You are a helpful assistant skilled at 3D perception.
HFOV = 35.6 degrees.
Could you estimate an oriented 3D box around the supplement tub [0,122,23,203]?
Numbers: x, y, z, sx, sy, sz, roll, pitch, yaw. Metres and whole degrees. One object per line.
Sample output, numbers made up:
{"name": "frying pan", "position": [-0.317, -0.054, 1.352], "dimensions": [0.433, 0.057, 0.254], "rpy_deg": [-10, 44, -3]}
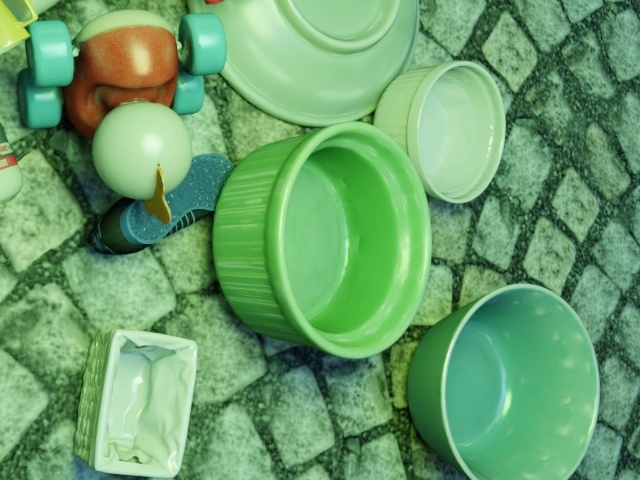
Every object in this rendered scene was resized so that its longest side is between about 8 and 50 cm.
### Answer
{"name": "supplement tub", "position": [-0.448, -0.142, 1.044], "dimensions": [0.191, 0.191, 0.272], "rpy_deg": [-26, 101, -32]}

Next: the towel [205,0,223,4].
{"name": "towel", "position": [-0.085, -0.434, 1.193], "dimensions": [0.199, 0.031, 0.275], "rpy_deg": [-33, 129, -46]}

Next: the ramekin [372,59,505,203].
{"name": "ramekin", "position": [0.170, -0.162, 1.475], "dimensions": [0.207, 0.109, 0.207], "rpy_deg": [-10, 104, -43]}

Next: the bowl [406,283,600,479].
{"name": "bowl", "position": [0.252, 0.222, 1.489], "dimensions": [0.311, 0.163, 0.312], "rpy_deg": [3, 84, -32]}

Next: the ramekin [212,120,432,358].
{"name": "ramekin", "position": [0.000, 0.000, 1.316], "dimensions": [0.303, 0.148, 0.304], "rpy_deg": [1, 89, -48]}

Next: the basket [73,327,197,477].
{"name": "basket", "position": [-0.229, 0.196, 1.213], "dimensions": [0.113, 0.103, 0.167], "rpy_deg": [13, 78, -31]}

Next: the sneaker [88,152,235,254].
{"name": "sneaker", "position": [-0.199, -0.047, 1.273], "dimensions": [0.232, 0.090, 0.081], "rpy_deg": [-34, 104, -52]}

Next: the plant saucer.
{"name": "plant saucer", "position": [0.004, -0.364, 1.412], "dimensions": [0.400, 0.100, 0.401], "rpy_deg": [3, 85, -33]}

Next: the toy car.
{"name": "toy car", "position": [-0.217, -0.122, 1.157], "dimensions": [0.219, 0.210, 0.238], "rpy_deg": [-8, 74, -24]}

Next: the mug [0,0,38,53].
{"name": "mug", "position": [-0.341, -0.230, 1.042], "dimensions": [0.078, 0.062, 0.064], "rpy_deg": [-34, 104, -17]}

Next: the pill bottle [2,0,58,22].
{"name": "pill bottle", "position": [-0.264, -0.406, 1.151], "dimensions": [0.361, 0.204, 0.204], "rpy_deg": [-45, 110, -36]}
